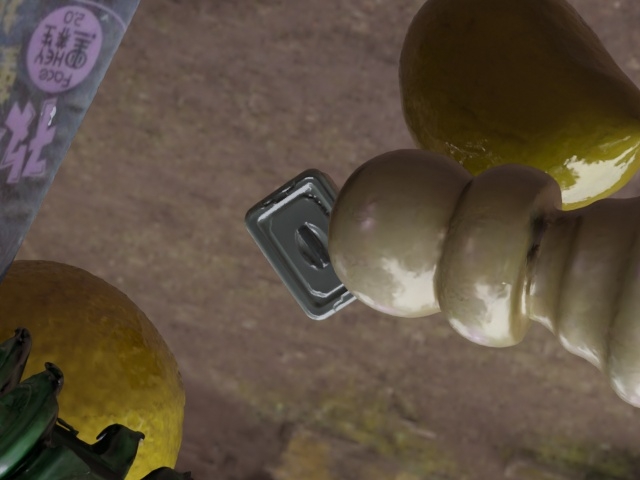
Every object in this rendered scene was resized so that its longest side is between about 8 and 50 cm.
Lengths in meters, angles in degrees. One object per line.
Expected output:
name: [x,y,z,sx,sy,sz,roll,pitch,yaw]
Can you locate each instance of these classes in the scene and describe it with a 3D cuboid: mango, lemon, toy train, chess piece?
mango: [0.174,-0.128,1.349,0.142,0.195,0.331,31,-158,-34]
lemon: [-0.253,0.149,1.239,0.293,0.293,0.293,15,162,5]
toy train: [-0.206,0.177,0.945,0.145,0.202,0.266,44,171,-21]
chess piece: [0.084,0.008,0.564,0.170,0.094,0.094,15,163,17]

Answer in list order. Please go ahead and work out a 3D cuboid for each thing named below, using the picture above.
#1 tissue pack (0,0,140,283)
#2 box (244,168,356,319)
tissue pack: [-0.257,-0.142,0.938,0.259,0.361,0.122,18,-166,-47]
box: [0.000,0.000,1.332,0.122,0.089,0.062,56,-164,-2]
